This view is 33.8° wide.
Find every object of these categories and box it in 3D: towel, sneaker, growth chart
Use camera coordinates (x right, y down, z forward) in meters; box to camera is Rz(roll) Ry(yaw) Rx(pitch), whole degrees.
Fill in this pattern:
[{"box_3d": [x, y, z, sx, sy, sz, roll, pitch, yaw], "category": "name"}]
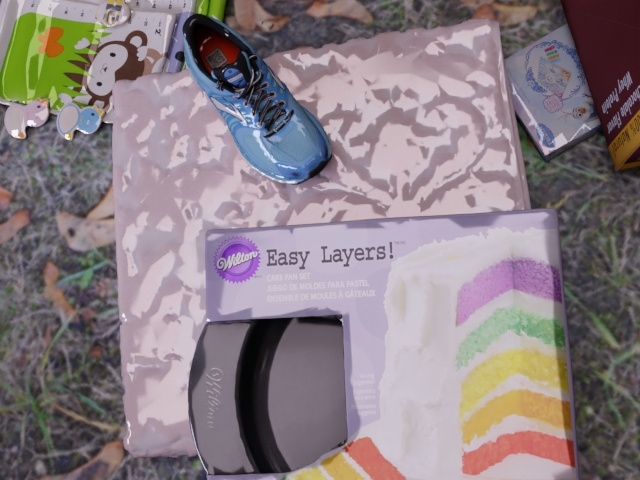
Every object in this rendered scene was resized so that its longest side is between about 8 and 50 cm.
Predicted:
[{"box_3d": [0.000, 0.000, 0.832, 0.331, 0.053, 0.317, -7, 77, 8], "category": "towel"}, {"box_3d": [-0.057, -0.108, 0.798, 0.063, 0.073, 0.162, -42, 76, -1], "category": "sneaker"}, {"box_3d": [-0.195, -0.173, 0.942, 0.237, 0.021, 0.172, 0, 76, 11], "category": "growth chart"}]

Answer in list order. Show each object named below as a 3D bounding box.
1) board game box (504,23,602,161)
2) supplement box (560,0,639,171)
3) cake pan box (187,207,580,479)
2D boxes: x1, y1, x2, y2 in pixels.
[{"box_3d": [0.197, -0.124, 0.854, 0.090, 0.020, 0.090, -29, 72, 1], "category": "board game box"}, {"box_3d": [0.274, -0.182, 0.754, 0.129, 0.191, 0.194, -10, 72, -9], "category": "supplement box"}, {"box_3d": [0.043, 0.107, 0.744, 0.267, 0.070, 0.246, -2, 77, 9], "category": "cake pan box"}]
